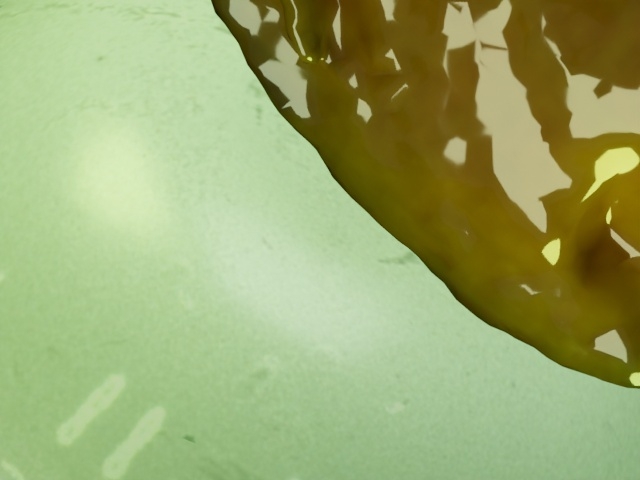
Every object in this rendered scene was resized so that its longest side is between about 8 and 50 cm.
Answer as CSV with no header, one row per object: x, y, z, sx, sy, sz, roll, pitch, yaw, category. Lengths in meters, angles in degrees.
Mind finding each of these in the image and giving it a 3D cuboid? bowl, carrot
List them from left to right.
0.000,0.000,0.697,0.435,0.196,0.435,19,140,17,bowl
0.091,-0.173,0.357,0.241,0.340,0.241,8,145,5,carrot
